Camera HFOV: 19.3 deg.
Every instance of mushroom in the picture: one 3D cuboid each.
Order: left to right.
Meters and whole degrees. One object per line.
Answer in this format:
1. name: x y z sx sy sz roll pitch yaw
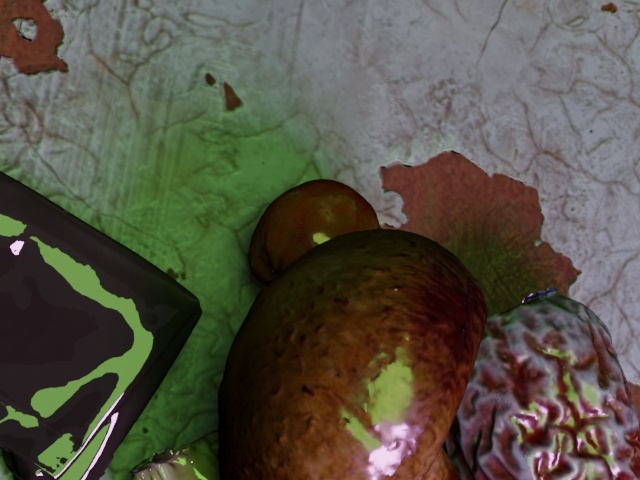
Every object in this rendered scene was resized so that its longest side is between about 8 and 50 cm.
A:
1. mushroom: 0.055 0.184 1.766 0.356 0.334 0.331 49 30 3

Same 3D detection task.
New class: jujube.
1. jujube: 0.238 0.214 1.930 0.226 0.226 0.317 -12 82 -22

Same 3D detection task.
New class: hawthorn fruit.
1. hawthorn fruit: 0.000 0.000 1.951 0.133 0.133 0.138 38 57 -6

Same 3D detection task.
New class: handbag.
1. handbag: -0.291 0.090 1.836 0.285 0.113 0.257 34 73 -16

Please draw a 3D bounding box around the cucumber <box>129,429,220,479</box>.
1. cucumber: -0.064 0.340 1.856 0.145 0.105 0.325 -24 85 -55
